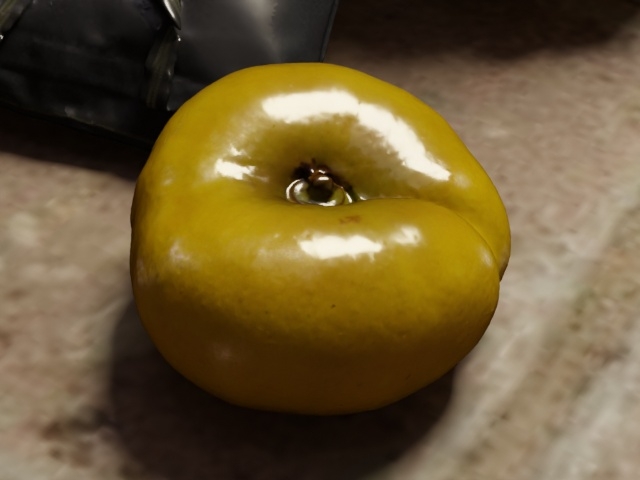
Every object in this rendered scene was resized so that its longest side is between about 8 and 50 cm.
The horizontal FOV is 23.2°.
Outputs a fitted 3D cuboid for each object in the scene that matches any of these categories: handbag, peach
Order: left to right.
[{"bbox_3d":[-0.106,-0.146,0.819,0.254,0.088,0.211,16,75,9],"label":"handbag"},{"bbox_3d":[0.000,0.000,0.697,0.179,0.103,0.179,7,49,-8],"label":"peach"}]
